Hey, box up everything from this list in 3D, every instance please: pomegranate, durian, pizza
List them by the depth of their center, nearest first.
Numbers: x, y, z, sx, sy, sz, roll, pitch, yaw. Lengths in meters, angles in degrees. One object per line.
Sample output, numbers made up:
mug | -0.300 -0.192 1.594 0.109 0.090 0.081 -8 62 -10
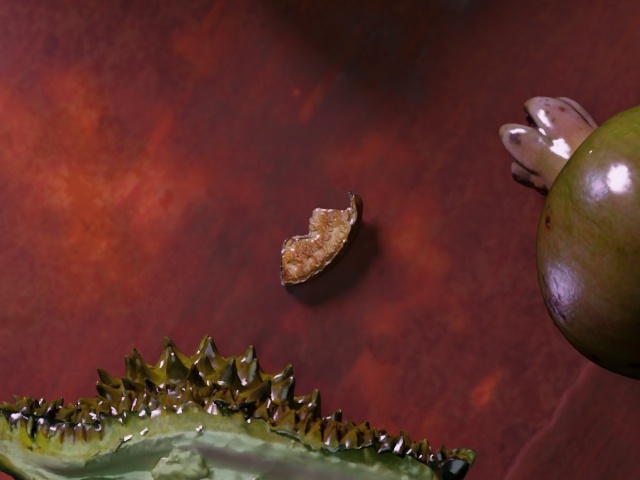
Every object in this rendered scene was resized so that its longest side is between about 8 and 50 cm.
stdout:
pomegranate | 0.207 -0.021 1.046 0.179 0.179 0.210 -28 77 9
durian | -0.084 0.133 1.125 0.375 0.106 0.132 5 97 7
pizza | 0.000 0.000 1.151 0.037 0.016 0.083 42 102 3
